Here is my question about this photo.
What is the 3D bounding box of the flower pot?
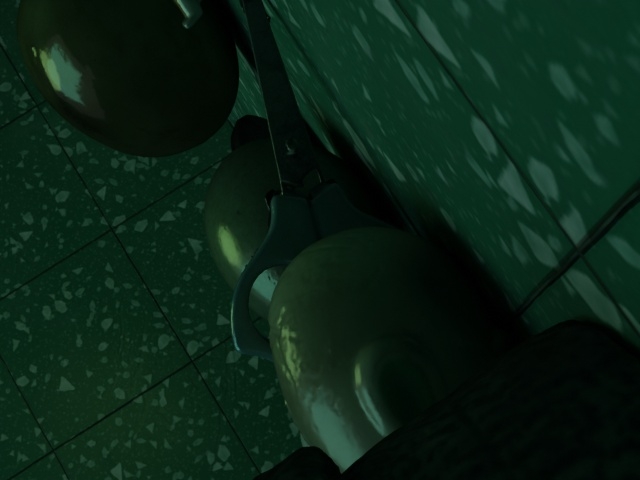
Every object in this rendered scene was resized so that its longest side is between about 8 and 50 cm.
[{"bbox_3d":[0.078,0.212,0.502,0.299,0.283,0.299,56,176,5],"label":"flower pot"}]

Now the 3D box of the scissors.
[{"bbox_3d":[-0.018,-0.060,0.832,0.029,0.191,0.360,136,118,-82],"label":"scissors"}]

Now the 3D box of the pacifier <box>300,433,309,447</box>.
[{"bbox_3d":[0.080,0.254,1.302,0.299,0.233,0.244,59,-157,-34],"label":"pacifier"}]

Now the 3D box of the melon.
[{"bbox_3d":[-0.237,-0.242,1.214,0.308,0.271,0.272,33,-172,-26],"label":"melon"}]

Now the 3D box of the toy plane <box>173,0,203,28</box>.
[{"bbox_3d":[-0.170,-0.297,0.828,0.244,0.117,0.244,55,177,4],"label":"toy plane"}]

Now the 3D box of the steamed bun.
[{"bbox_3d":[0.062,0.084,0.708,0.130,0.177,0.228,-55,44,42],"label":"steamed bun"}]

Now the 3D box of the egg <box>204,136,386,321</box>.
[{"bbox_3d":[-0.023,-0.006,0.947,0.236,0.169,0.169,47,171,41],"label":"egg"}]

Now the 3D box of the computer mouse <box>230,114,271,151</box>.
[{"bbox_3d":[0.003,-0.001,1.161,0.373,0.114,0.203,65,-178,19],"label":"computer mouse"}]
